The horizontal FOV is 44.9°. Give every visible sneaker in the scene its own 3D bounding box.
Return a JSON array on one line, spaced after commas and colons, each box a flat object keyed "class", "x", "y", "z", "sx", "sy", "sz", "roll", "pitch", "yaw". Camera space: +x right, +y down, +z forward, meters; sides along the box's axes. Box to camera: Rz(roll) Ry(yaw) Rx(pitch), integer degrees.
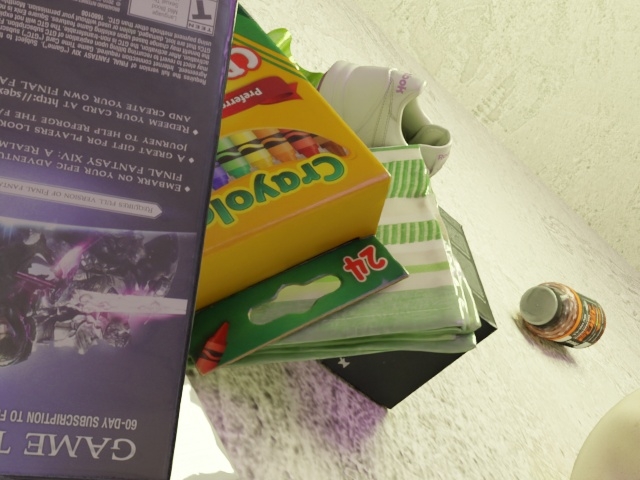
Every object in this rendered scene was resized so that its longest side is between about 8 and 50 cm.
[{"class": "sneaker", "x": 0.085, "y": -0.068, "z": 0.941, "sx": 0.114, "sy": 0.152, "sz": 0.305, "roll": -57, "pitch": 145, "yaw": -43}]

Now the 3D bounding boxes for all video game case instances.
[{"class": "video game case", "x": -0.153, "y": -0.021, "z": 0.384, "sx": 0.196, "sy": 0.274, "sz": 0.026, "roll": 10, "pitch": -8, "yaw": -20}]

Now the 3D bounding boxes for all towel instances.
[{"class": "towel", "x": 0.000, "y": 0.000, "z": 0.736, "sx": 0.324, "sy": 0.248, "sz": 0.038, "roll": -93, "pitch": 178, "yaw": -57}]

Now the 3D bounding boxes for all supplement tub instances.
[{"class": "supplement tub", "x": 0.433, "y": 0.134, "z": 1.400, "sx": 0.198, "sy": 0.106, "sz": 0.106, "roll": 19, "pitch": 35, "yaw": -48}]

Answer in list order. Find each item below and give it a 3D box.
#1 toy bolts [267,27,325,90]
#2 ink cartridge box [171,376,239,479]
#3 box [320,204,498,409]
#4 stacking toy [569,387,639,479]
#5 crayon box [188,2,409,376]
[{"class": "toy bolts", "x": -0.144, "y": -0.196, "z": 0.922, "sx": 0.228, "sy": 0.158, "sz": 0.218, "roll": 50, "pitch": 54, "yaw": -14}, {"class": "ink cartridge box", "x": -0.149, "y": 0.083, "z": 0.484, "sx": 0.109, "sy": 0.062, "sz": 0.209, "roll": 8, "pitch": 44, "yaw": -56}, {"class": "box", "x": 0.082, "y": 0.050, "z": 0.843, "sx": 0.108, "sy": 0.153, "sz": 0.207, "roll": 38, "pitch": 25, "yaw": -23}, {"class": "stacking toy", "x": 0.537, "y": 0.406, "z": 0.956, "sx": 0.480, "sy": 0.351, "sz": 0.350, "roll": 50, "pitch": 16, "yaw": -40}, {"class": "crayon box", "x": -0.086, "y": -0.066, "z": 0.649, "sx": 0.202, "sy": 0.081, "sz": 0.318, "roll": -25, "pitch": 60, "yaw": -25}]
